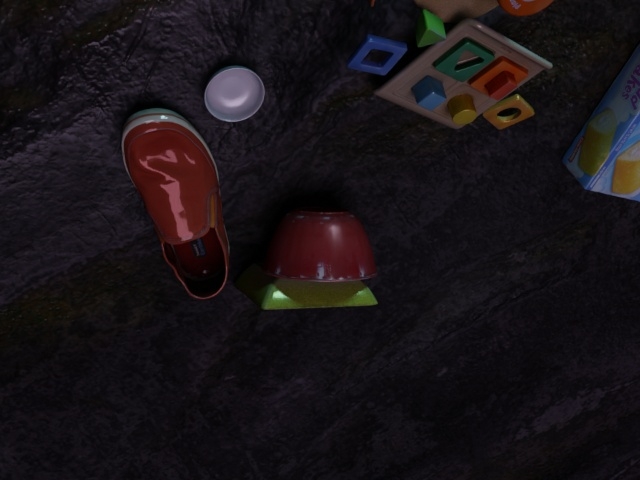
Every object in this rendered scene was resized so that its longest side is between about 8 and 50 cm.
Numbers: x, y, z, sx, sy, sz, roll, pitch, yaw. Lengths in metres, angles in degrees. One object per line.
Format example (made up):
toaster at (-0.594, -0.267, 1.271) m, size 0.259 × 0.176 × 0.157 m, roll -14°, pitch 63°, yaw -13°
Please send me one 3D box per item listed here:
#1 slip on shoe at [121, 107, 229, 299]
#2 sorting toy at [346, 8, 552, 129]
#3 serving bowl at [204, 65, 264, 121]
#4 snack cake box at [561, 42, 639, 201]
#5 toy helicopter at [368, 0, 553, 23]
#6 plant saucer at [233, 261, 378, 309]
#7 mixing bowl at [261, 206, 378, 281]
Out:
slip on shoe at (-0.197, -0.045, 1.199) m, size 0.123 × 0.101 × 0.331 m, roll -15°, pitch 131°, yaw -5°
sorting toy at (0.202, -0.217, 1.168) m, size 0.348 × 0.047 × 0.196 m, roll 14°, pitch 148°, yaw -39°
serving bowl at (-0.120, -0.205, 1.138) m, size 0.083 × 0.027 × 0.083 m, roll -10°, pitch 131°, yaw -12°
snack cake box at (0.533, -0.197, 1.342) m, size 0.152 × 0.089 × 0.264 m, roll 9°, pitch 126°, yaw -26°
toy helicopter at (0.134, -0.392, 0.975) m, size 0.235 × 0.140 × 0.355 m, roll -19°, pitch 145°, yaw 13°
plant saucer at (-0.027, 0.066, 1.327) m, size 0.189 × 0.188 × 0.045 m, roll 0°, pitch 98°, yaw -20°
mixing bowl at (0.000, 0.000, 1.285) m, size 0.182 × 0.181 × 0.098 m, roll -1°, pitch 98°, yaw -20°
